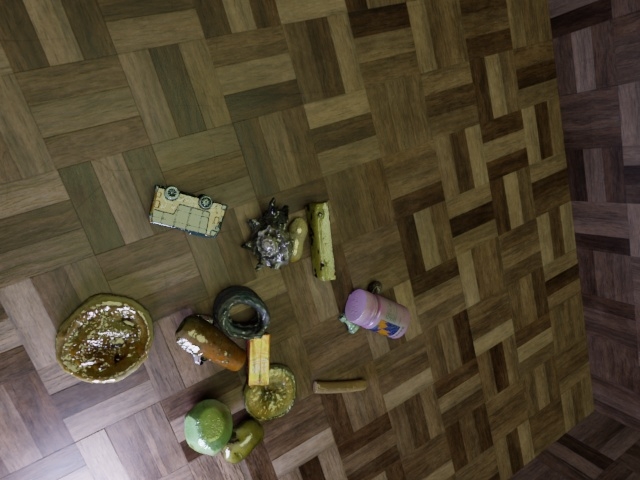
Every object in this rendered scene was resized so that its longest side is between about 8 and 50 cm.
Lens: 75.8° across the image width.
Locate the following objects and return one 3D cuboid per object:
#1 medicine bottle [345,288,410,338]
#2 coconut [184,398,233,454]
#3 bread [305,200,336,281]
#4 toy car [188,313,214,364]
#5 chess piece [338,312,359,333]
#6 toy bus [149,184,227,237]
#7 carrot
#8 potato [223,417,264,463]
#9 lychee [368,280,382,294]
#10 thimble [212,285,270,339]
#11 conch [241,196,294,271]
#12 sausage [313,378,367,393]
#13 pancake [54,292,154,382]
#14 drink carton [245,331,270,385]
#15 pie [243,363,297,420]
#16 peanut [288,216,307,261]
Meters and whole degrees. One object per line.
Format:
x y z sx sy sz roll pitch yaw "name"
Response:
0.283 0.363 2.037 0.290 0.178 0.178 24 87 -27 "medicine bottle"
-0.472 0.780 1.733 0.236 0.236 0.205 45 50 -24 "coconut"
0.000 0.000 1.875 0.077 0.138 0.361 -11 102 -21 "bread"
-0.515 0.413 1.719 0.108 0.089 0.210 11 91 -27 "toy car"
0.140 0.407 2.044 0.103 0.067 0.067 43 79 -15 "chess piece"
-0.519 -0.113 1.614 0.275 0.138 0.167 14 93 -25 "toy bus"
-0.431 0.409 1.639 0.302 0.138 0.139 38 81 -30 "carrot"
-0.345 0.888 1.831 0.200 0.154 0.137 -45 97 -13 "potato"
0.277 0.240 2.078 0.083 0.067 0.068 -37 131 -36 "lychee"
-0.333 0.314 1.746 0.205 0.172 0.236 -49 116 -8 "thimble"
-0.199 -0.017 1.727 0.186 0.240 0.313 25 73 -39 "conch"
0.103 0.735 2.073 0.301 0.066 0.066 7 94 -24 "sausage"
-0.820 0.380 1.584 0.356 0.065 0.356 -2 94 -25 "pancake"
-0.278 0.524 1.828 0.096 0.071 0.223 2 85 -21 "drink carton"
-0.228 0.709 1.915 0.274 0.055 0.274 -4 99 -24 "pie"
-0.109 -0.004 1.850 0.087 0.087 0.207 11 93 -26 "peanut"
